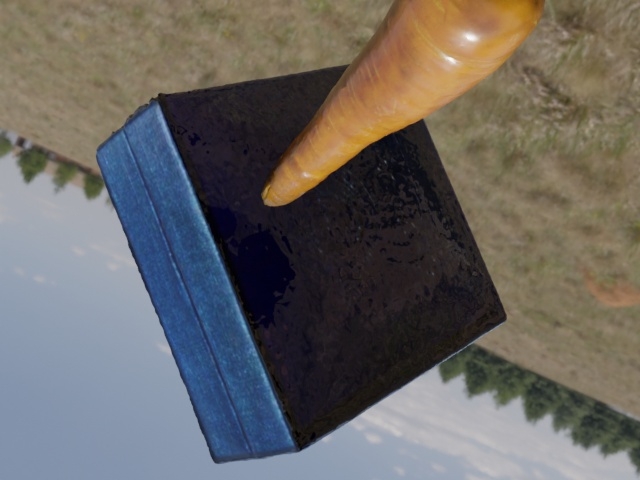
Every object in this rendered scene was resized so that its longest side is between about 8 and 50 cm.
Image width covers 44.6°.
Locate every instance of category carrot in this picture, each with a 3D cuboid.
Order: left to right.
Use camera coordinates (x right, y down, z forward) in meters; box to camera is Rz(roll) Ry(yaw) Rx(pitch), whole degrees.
[{"bbox_3d":[0.031,-0.073,0.415,0.061,0.061,0.256,25,148,-15],"label":"carrot"}]

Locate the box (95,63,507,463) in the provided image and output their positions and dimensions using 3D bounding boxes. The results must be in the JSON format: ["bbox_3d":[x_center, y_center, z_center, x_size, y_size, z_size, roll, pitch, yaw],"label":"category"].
[{"bbox_3d":[0.000,0.000,0.644,0.278,0.262,0.116,-21,177,-45],"label":"box"}]
